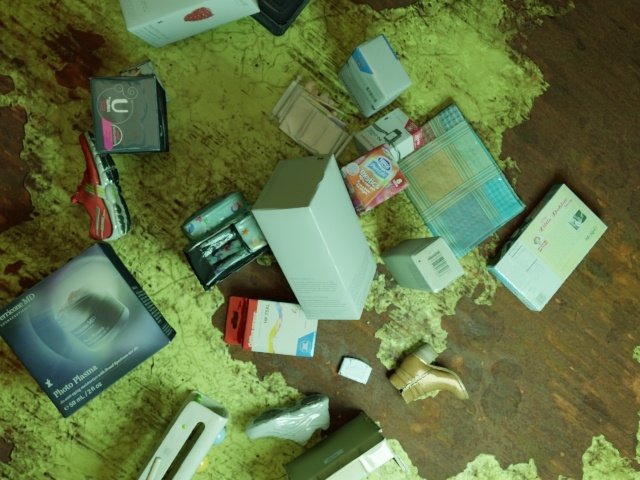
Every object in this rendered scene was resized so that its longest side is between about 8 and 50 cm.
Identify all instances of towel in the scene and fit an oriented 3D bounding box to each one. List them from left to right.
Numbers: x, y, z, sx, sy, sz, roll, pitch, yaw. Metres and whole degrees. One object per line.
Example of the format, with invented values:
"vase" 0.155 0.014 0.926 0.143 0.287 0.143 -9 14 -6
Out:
"towel" 0.373 -0.162 1.661 0.271 0.040 0.370 -36 95 -9

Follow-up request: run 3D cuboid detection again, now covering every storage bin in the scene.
"storage bin" -0.098 -0.648 1.565 0.122 0.084 0.180 37 84 -7
"storage bin" 0.058 0.572 1.488 0.262 0.260 0.123 -31 90 -8

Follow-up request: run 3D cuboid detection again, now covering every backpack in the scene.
"backpack" -0.216 -0.018 1.468 0.253 0.225 0.191 -28 99 -13

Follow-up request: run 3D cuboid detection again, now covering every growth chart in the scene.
"growth chart" -0.017 -0.318 1.606 0.237 0.021 0.172 43 82 -6

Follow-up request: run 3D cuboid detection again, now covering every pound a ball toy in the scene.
"pound a ball toy" -0.346 0.550 1.444 0.135 0.208 0.319 33 83 -7

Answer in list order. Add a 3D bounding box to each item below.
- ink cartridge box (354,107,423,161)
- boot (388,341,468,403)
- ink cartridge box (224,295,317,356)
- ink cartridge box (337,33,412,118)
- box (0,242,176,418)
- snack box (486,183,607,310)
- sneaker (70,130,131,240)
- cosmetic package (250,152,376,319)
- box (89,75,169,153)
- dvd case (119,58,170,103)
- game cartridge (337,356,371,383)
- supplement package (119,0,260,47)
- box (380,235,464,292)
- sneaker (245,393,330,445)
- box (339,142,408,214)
"ink cartridge box" 0.182 -0.269 1.594 0.150 0.063 0.109 -34 59 -9
"boot" 0.293 0.396 1.625 0.152 0.073 0.197 -41 84 -9
"ink cartridge box" -0.128 0.222 1.550 0.231 0.078 0.134 7 88 -9
"ink cartridge box" 0.136 -0.420 1.542 0.086 0.203 0.148 -33 95 -11
"box" -0.558 0.206 1.428 0.296 0.183 0.294 -37 94 -9
"snack box" 0.644 0.018 1.693 0.187 0.060 0.322 43 83 -7
"sneaker" -0.565 -0.133 1.473 0.118 0.107 0.279 -15 89 0
"cosmetic package" 0.000 0.000 1.418 0.155 0.197 0.366 -4 130 27
"box" -0.441 -0.287 1.399 0.143 0.270 0.165 -4 98 -10
"dvd case" -0.453 -0.396 1.537 0.087 0.013 0.119 -25 93 -9
"game cartridge" 0.095 0.351 1.618 0.083 0.017 0.056 23 89 -9
"supplement package" -0.324 -0.613 1.441 0.292 0.177 0.175 -16 91 9
"box" 0.252 0.059 1.517 0.094 0.275 0.113 -34 95 -9
"sneaker" -0.078 0.490 1.552 0.232 0.090 0.115 -15 95 -9
"box" 0.109 -0.143 1.505 0.128 0.257 0.123 -31 92 -9
